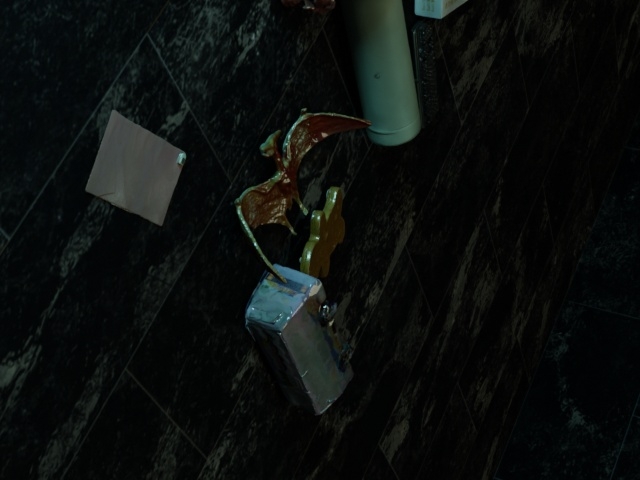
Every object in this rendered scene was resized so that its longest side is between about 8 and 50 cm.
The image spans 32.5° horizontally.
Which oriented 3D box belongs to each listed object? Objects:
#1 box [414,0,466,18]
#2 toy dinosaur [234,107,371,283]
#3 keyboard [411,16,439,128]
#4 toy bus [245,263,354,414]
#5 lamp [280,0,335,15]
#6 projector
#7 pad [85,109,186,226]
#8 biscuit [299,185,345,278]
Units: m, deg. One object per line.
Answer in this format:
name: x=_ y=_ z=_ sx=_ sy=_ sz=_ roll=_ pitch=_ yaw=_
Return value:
box: x=0.240 y=-0.564 z=2.117 sx=0.149 sy=0.067 sz=0.233 roll=-44 pitch=139 yaw=-47
toy dinosaur: x=-0.027 y=-0.093 z=1.784 sx=0.327 sy=0.113 sz=0.206 roll=-37 pitch=135 yaw=-54
keyboard: x=0.212 y=-0.341 z=2.221 sx=0.093 sy=0.025 sz=0.230 roll=-55 pitch=147 yaw=-40
toy bus: x=-0.031 y=0.181 z=1.920 sx=0.138 sy=0.112 sz=0.317 roll=-56 pitch=146 yaw=-27
lamp: x=0.023 y=-0.453 z=1.659 sx=0.223 sy=0.151 sz=0.215 roll=-61 pitch=146 yaw=-23
projector: x=0.105 y=-0.322 z=1.933 sx=0.108 sy=0.108 sz=0.337 roll=-56 pitch=148 yaw=-34
pad: x=-0.243 y=-0.093 z=1.479 sx=0.188 sy=0.006 sz=0.113 roll=31 pitch=76 yaw=-62
biscuit: x=-0.001 y=0.000 z=1.937 sx=0.205 sy=0.031 sz=0.138 roll=-66 pitch=156 yaw=-47
